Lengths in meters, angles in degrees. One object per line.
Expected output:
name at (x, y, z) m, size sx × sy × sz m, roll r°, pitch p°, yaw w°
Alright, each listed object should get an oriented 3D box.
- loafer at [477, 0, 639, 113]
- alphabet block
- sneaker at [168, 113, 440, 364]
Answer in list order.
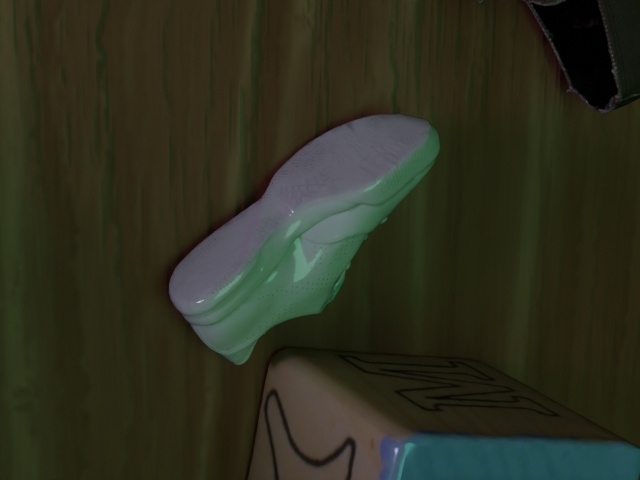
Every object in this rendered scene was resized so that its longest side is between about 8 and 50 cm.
loafer at (0.144, -0.215, 1.013) m, size 0.366 × 0.134 × 0.130 m, roll 43°, pitch 82°, yaw -28°
alphabet block at (0.071, 0.192, 1.044) m, size 0.193 × 0.197 × 0.192 m, roll 8°, pitch 100°, yaw -28°
sneaker at (0.000, 0.000, 1.040) m, size 0.212 × 0.080 × 0.094 m, roll -37°, pitch 128°, yaw -6°
